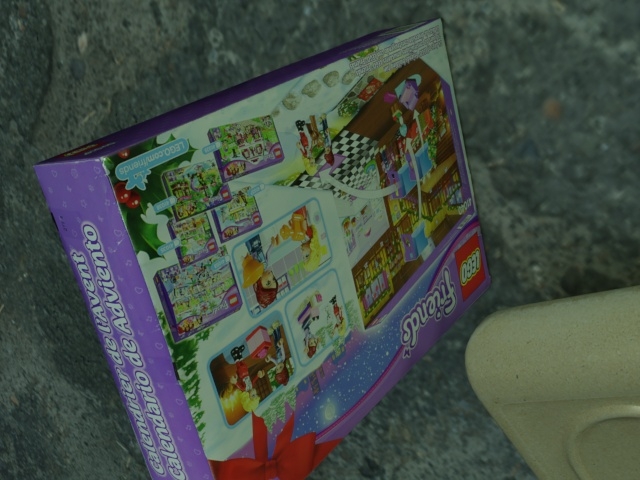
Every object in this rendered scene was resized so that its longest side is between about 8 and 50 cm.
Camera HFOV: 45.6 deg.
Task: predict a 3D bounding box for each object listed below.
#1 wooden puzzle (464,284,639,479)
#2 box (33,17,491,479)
[{"bbox_3d":[0.292,0.151,0.412,0.322,0.080,0.348,-18,111,47],"label":"wooden puzzle"},{"bbox_3d":[0.000,0.000,0.451,0.057,0.293,0.201,1,113,39],"label":"box"}]
